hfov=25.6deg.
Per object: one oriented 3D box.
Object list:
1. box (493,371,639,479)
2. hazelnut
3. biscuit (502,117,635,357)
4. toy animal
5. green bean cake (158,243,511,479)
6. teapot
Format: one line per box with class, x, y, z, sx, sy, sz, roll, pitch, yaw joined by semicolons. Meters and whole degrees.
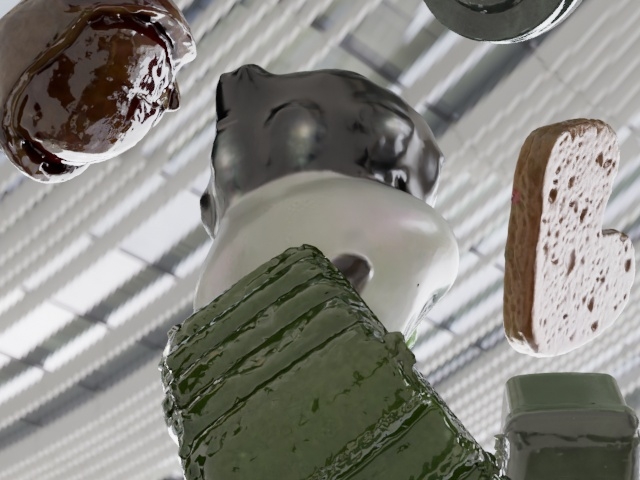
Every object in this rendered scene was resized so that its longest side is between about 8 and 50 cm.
box;0.242;0.242;1.405;0.129;0.148;0.210;-89;178;-64
hazelnut;-0.210;-0.153;1.256;0.202;0.170;0.160;-35;-96;36
biscuit;0.280;-0.011;1.573;0.052;0.262;0.277;15;-66;35
toy animal;0.006;0.005;1.119;0.213;0.213;0.266;-30;-134;31
green bean cake;0.022;0.146;0.868;0.156;0.247;0.250;-39;-159;-2
teapot;0.139;-0.193;0.889;0.149;0.108;0.111;-42;-103;28
